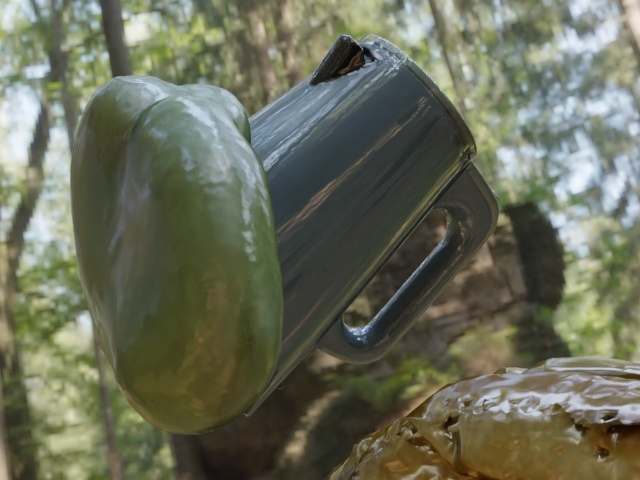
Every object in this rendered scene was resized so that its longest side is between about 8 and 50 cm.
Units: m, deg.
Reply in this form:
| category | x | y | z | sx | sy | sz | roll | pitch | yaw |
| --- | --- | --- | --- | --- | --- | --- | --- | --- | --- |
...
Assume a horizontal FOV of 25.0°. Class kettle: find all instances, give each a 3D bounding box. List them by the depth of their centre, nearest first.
| category | x | y | z | sx | sy | sz | roll | pitch | yaw |
| --- | --- | --- | --- | --- | --- | --- | --- | --- | --- |
| kettle | 0.000 | 0.000 | 0.986 | 0.243 | 0.160 | 0.211 | -42 | -63 | -7 |

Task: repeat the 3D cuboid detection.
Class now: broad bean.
| category | x | y | z | sx | sy | sz | roll | pitch | yaw |
| --- | --- | --- | --- | --- | --- | --- | --- | --- | --- |
| broad bean | -0.081 | 0.004 | 0.785 | 0.100 | 0.228 | 0.169 | 6 | -65 | -20 |

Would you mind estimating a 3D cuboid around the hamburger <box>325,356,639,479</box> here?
| category | x | y | z | sx | sy | sz | roll | pitch | yaw |
| --- | --- | --- | --- | --- | --- | --- | --- | --- | --- |
| hamburger | 0.115 | 0.190 | 0.499 | 0.318 | 0.319 | 0.158 | -32 | -22 | 33 |
